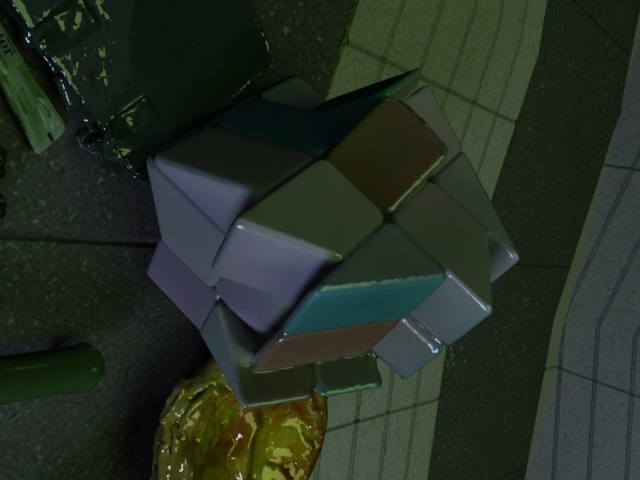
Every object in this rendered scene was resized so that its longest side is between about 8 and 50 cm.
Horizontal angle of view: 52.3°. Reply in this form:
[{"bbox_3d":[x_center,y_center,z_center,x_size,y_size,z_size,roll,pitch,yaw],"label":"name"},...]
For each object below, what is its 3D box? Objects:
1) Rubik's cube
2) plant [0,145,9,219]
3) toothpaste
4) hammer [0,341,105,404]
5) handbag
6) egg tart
[{"bbox_3d":[0.000,0.000,0.761,0.387,0.368,0.358,-41,170,-40],"label":"Rubik's cube"},{"bbox_3d":[-0.326,-0.093,0.596,0.085,0.087,0.174,-57,155,-67],"label":"plant"},{"bbox_3d":[-0.305,-0.175,0.624,0.048,0.029,0.197,-56,142,-38],"label":"toothpaste"},{"bbox_3d":[-0.352,0.134,0.626,0.335,0.118,0.207,4,100,-57],"label":"hammer"},{"bbox_3d":[-0.188,-0.229,0.702,0.260,0.079,0.248,-49,135,-27],"label":"handbag"},{"bbox_3d":[-0.122,0.282,0.922,0.341,0.132,0.342,-22,119,-45],"label":"egg tart"}]
